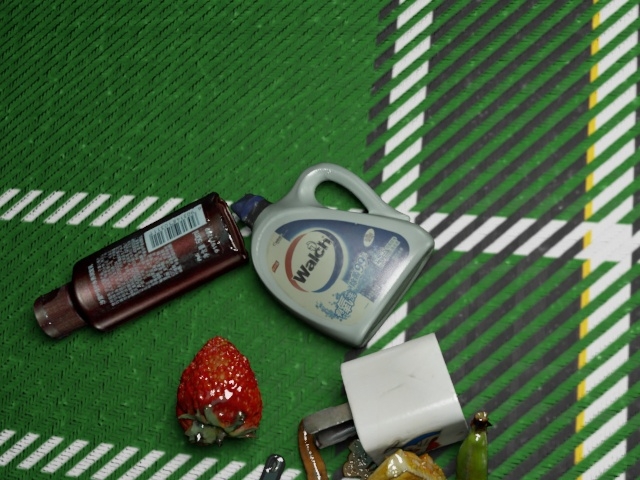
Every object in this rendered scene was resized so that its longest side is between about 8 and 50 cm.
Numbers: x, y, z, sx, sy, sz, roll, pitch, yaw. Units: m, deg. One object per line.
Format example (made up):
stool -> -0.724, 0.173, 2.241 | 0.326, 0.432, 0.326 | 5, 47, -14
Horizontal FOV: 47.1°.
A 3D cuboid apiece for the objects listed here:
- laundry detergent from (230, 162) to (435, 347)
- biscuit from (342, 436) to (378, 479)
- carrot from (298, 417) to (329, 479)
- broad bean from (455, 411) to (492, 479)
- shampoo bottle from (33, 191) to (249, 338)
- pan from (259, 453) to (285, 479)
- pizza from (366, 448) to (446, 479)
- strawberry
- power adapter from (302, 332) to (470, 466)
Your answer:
laundry detergent -> 0.000, 0.000, 1.054 | 0.280, 0.105, 0.215 | 36, 87, 18
biscuit -> 0.077, 0.308, 1.016 | 0.092, 0.016, 0.082 | 36, 82, 15
carrot -> -0.005, 0.328, 1.020 | 0.035, 0.036, 0.165 | -16, 73, 8
broad bean -> 0.197, 0.355, 0.934 | 0.060, 0.043, 0.298 | -2, 101, 27
shampoo bottle -> -0.273, 0.050, 1.110 | 0.323, 0.084, 0.129 | -28, 72, 6
pan -> -0.104, 0.412, 1.024 | 0.136, 0.028, 0.235 | 19, 82, 14
pizza -> 0.108, 0.327, 0.959 | 0.134, 0.175, 0.046 | 2, 40, -23
strawberry -> -0.144, 0.217, 1.040 | 0.131, 0.148, 0.131 | 0, 119, 0
power adapter -> 0.079, 0.222, 0.966 | 0.204, 0.130, 0.125 | -21, 57, 7
